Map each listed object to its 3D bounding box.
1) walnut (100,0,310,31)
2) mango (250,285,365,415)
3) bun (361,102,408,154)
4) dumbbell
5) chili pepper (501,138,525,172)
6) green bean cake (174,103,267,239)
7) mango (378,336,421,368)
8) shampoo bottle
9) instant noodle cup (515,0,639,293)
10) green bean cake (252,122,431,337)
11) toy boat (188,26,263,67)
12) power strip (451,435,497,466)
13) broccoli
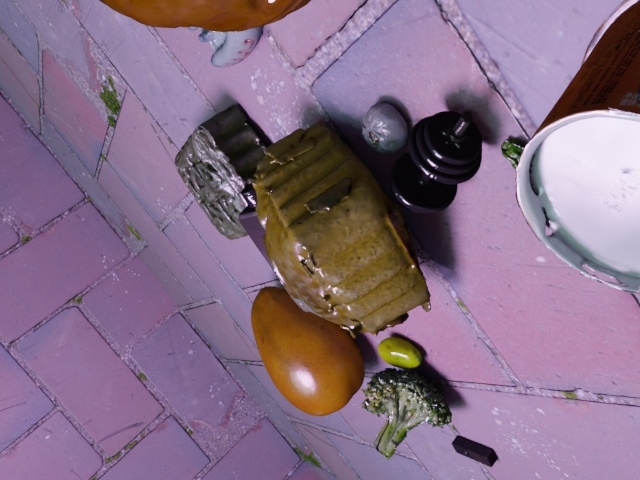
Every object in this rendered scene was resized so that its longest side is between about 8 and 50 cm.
[{"bbox_3d":[-0.083,-0.361,0.456,0.308,0.353,0.398,55,152,27],"label":"walnut"},{"bbox_3d":[-0.047,0.273,1.445,0.378,0.221,0.264,46,161,30],"label":"mango"},{"bbox_3d":[0.090,-0.158,0.823,0.083,0.045,0.083,42,153,26],"label":"bun"},{"bbox_3d":[0.150,-0.099,0.749,0.099,0.099,0.208,44,155,10],"label":"dumbbell"},{"bbox_3d":[0.250,-0.083,0.694,0.091,0.030,0.034,59,178,-16],"label":"chili pepper"},{"bbox_3d":[-0.184,-0.133,1.203,0.241,0.132,0.255,57,154,-9],"label":"green bean cake"},{"bbox_3d":[0.174,0.245,1.231,0.108,0.056,0.073,5,136,52],"label":"mango"},{"bbox_3d":[-0.069,-0.001,1.073,0.080,0.079,0.246,-9,122,40],"label":"shampoo bottle"},{"bbox_3d":[0.287,-0.076,0.471,0.230,0.182,0.230,37,151,25],"label":"instant noodle cup"},{"bbox_3d":[0.016,-0.002,0.940,0.310,0.202,0.285,59,179,-38],"label":"green bean cake"},{"bbox_3d":[-0.169,-0.354,0.931,0.134,0.078,0.207,59,154,-15],"label":"toy boat"},{"bbox_3d":[0.352,0.485,1.308,0.111,0.029,0.038,0,126,57],"label":"power strip"},{"bbox_3d":[0.174,0.377,1.234,0.219,0.194,0.194,36,160,-25],"label":"broccoli"}]
